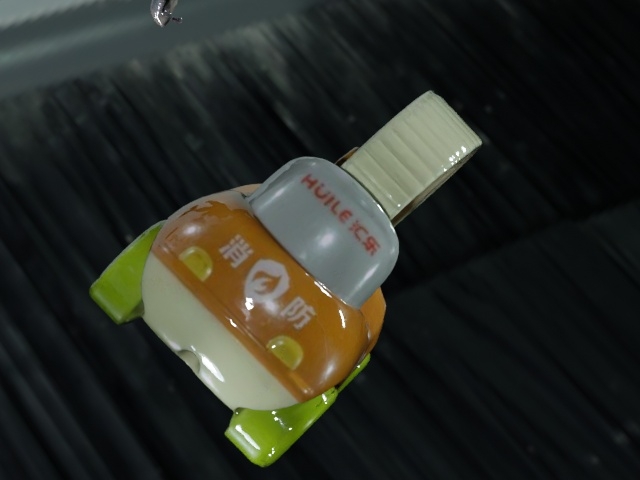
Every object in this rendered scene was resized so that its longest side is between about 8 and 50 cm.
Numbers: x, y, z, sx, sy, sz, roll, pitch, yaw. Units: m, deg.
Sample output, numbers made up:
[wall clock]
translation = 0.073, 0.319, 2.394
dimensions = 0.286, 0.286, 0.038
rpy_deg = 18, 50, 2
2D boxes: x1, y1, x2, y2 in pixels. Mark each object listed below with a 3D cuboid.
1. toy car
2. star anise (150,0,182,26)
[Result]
[toy car]
translation = 0.000, 0.000, 1.020
dimensions = 0.235, 0.145, 0.235
rpy_deg = -45, 177, -3
[star anise]
translation = -0.078, -0.218, 1.005
dimensions = 0.208, 0.063, 0.172
rpy_deg = -21, 132, 39
